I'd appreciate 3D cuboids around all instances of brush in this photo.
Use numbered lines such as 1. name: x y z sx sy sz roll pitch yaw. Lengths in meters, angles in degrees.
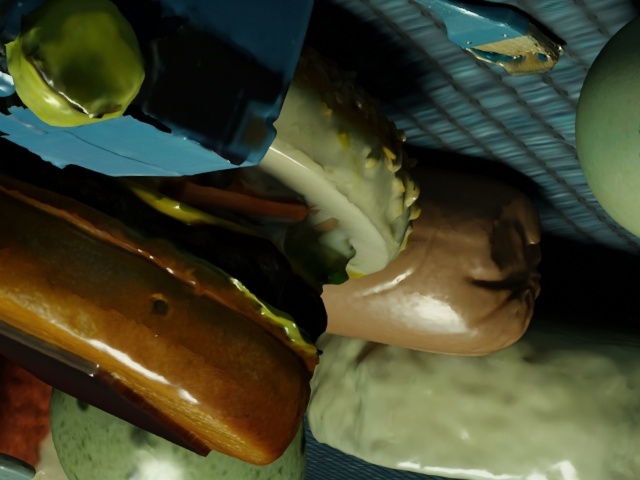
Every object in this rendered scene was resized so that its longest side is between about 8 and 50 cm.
1. brush: 0.050 -0.122 0.876 0.164 0.014 0.051 25 163 -28

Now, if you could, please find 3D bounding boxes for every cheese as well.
1. cheese: 0.149 0.109 1.307 0.326 0.115 0.318 7 -176 -33

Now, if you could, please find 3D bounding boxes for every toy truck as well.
1. toy truck: -0.185 -0.152 0.720 0.385 0.162 0.161 27 163 -32

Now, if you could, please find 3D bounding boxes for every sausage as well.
1. sausage: 0.001 0.000 1.182 0.304 0.121 0.121 9 164 27

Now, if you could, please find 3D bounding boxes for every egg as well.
1. egg: -0.096 0.141 1.290 0.177 0.177 0.228 3 137 44
2. egg: 0.172 -0.052 0.790 0.114 0.114 0.152 15 171 4

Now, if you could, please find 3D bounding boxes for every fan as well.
1. fan: -0.273 0.177 1.293 0.057 0.023 0.282 20 158 -22

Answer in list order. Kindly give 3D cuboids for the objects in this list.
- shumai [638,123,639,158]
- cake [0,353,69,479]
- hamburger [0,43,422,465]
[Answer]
1. shumai: 0.208 -0.078 0.592 0.261 0.225 0.222 8 126 64
2. cake: -0.287 0.050 1.411 0.269 0.270 0.319 2 158 46
3. hamburger: -0.090 -0.016 1.010 0.291 0.225 0.291 23 166 6
